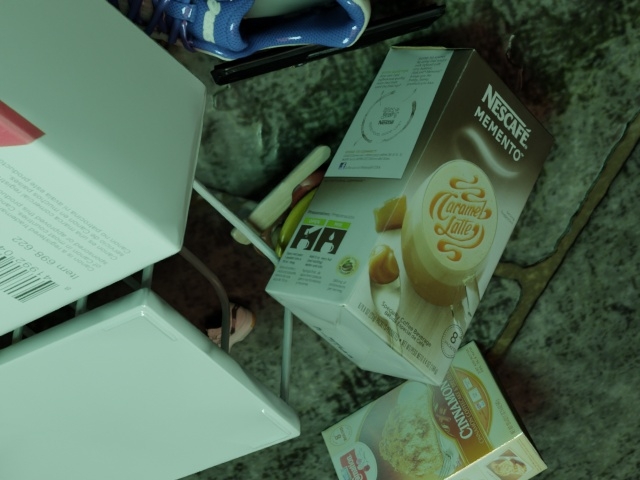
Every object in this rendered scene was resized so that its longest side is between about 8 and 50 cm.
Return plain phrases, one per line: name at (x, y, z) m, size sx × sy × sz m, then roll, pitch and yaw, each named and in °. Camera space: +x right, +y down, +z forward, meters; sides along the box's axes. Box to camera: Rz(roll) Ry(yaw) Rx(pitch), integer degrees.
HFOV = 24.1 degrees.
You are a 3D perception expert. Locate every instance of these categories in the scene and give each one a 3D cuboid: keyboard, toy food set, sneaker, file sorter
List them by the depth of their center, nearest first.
sneaker at (-0.104, -0.195, 1.121) m, size 0.296 × 0.131 × 0.112 m, roll -6°, pitch 130°, yaw -13°
keyboard at (0.000, -0.168, 1.213) m, size 0.192 × 0.100 × 0.038 m, roll -16°, pitch 91°, yaw -9°
file sorter at (-0.180, 0.083, 1.225) m, size 0.277 × 0.173 × 0.193 m, roll -23°, pitch 134°, yaw 27°
toy food set at (0.000, 0.000, 1.355) m, size 0.128 × 0.071 × 0.218 m, roll -51°, pitch 131°, yaw -9°
sneaker at (-0.098, 0.091, 1.411) m, size 0.037 × 0.032 × 0.083 m, roll 33°, pitch 106°, yaw -21°

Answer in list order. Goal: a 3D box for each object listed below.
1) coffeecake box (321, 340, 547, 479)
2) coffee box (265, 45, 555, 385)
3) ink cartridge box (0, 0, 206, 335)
coffeecake box at (0.110, 0.209, 1.494) m, size 0.185 × 0.142 × 0.068 m, roll -32°, pitch 129°, yaw 7°
coffee box at (0.079, -0.024, 1.252) m, size 0.141 × 0.098 × 0.247 m, roll 41°, pitch 68°, yaw -39°
ink cartridge box at (-0.316, -0.056, 1.050) m, size 0.384 × 0.160 × 0.279 m, roll -24°, pitch 134°, yaw 32°
